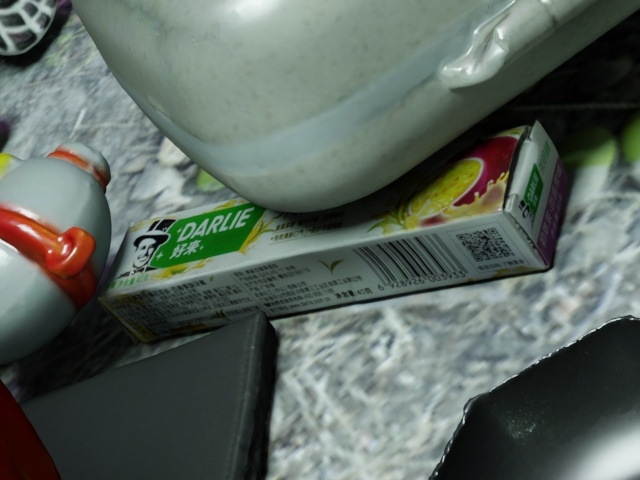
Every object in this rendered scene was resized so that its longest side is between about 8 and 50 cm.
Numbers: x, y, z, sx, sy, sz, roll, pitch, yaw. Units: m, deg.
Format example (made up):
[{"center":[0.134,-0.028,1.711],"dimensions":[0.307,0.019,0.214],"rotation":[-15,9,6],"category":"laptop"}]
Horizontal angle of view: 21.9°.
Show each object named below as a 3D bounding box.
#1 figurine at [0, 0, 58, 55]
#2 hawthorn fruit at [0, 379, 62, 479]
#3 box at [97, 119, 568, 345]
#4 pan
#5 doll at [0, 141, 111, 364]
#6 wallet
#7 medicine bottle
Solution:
[{"center":[-0.341,-0.097,0.980],"dimensions":[0.320,0.196,0.323],"rotation":[30,52,14],"category":"figurine"},{"center":[-0.173,0.137,0.492],"dimensions":[0.330,0.287,0.287],"rotation":[-5,41,11],"category":"hawthorn fruit"},{"center":[0.000,0.000,0.672],"dimensions":[0.207,0.041,0.050],"rotation":[-13,43,34],"category":"box"},{"center":[0.098,0.103,0.442],"dimensions":[0.128,0.048,0.202],"rotation":[-33,31,10],"category":"pan"},{"center":[-0.157,0.013,0.752],"dimensions":[0.142,0.076,0.245],"rotation":[-58,20,-20],"category":"doll"},{"center":[-0.128,0.109,0.674],"dimensions":[0.244,0.025,0.124],"rotation":[-23,35,23],"category":"wallet"},{"center":[0.075,-0.170,0.708],"dimensions":[0.375,0.123,0.282],"rotation":[-36,26,-7],"category":"medicine bottle"}]
